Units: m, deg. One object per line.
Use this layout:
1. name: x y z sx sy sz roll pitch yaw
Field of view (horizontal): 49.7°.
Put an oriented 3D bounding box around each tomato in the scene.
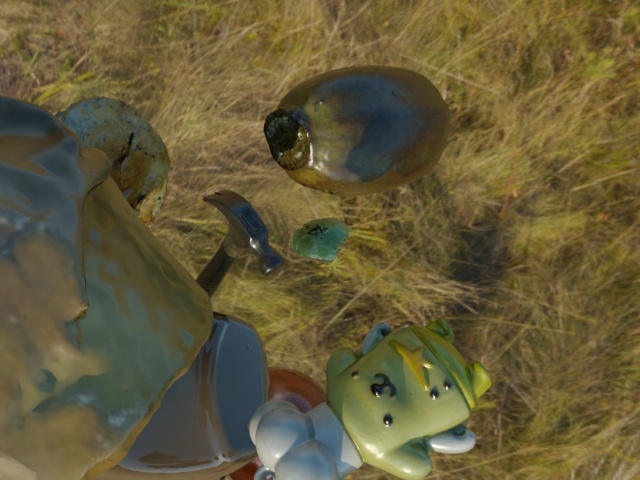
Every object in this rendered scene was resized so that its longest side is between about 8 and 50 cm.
1. tomato: -0.083 0.375 1.346 0.256 0.224 0.256 -14 90 -71

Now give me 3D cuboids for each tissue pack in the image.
1. tissue pack: -0.287 0.226 1.024 0.387 0.277 0.267 16 63 -39

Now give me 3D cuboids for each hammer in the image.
1. hammer: -0.192 0.069 1.194 0.044 0.440 0.168 -24 75 -36

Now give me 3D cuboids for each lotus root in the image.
1. lotus root: 0.048 -0.109 0.686 0.241 0.123 0.124 -20 98 -54

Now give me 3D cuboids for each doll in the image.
1. doll: 0.029 0.114 0.445 0.162 0.062 0.106 -32 53 -11

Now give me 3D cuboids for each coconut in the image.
1. coconut: 0.000 -0.004 1.781 0.158 0.055 0.133 -25 49 1

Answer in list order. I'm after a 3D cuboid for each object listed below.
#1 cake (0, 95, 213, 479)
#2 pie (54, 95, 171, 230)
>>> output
1. cake: -0.285 0.031 0.467 0.332 0.332 0.321 -45 109 -24
2. pie: -0.258 -0.031 0.739 0.055 0.274 0.274 32 67 13
